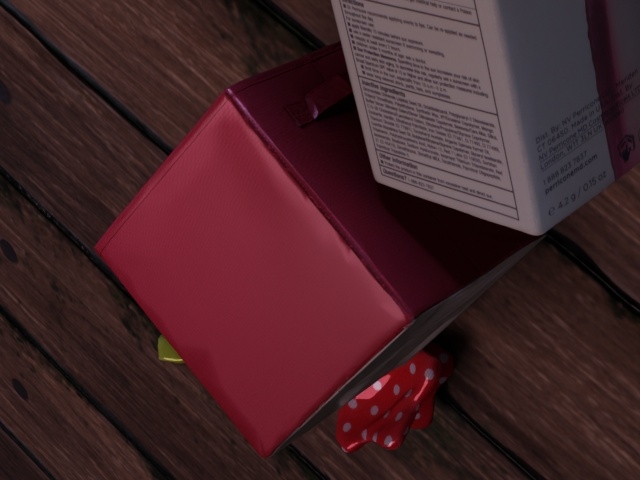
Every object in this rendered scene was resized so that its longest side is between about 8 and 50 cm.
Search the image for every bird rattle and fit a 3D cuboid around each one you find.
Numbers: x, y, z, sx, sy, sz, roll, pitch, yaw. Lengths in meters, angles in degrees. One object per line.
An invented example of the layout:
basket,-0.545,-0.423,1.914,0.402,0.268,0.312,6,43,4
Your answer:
bird rattle,-0.010,0.051,1.472,0.253,0.143,0.207,19,118,42

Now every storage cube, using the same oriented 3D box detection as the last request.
storage cube,0.000,0.000,1.294,0.193,0.183,0.215,50,130,9

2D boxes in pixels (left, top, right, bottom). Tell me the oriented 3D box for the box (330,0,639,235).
box,0.098,-0.143,1.110,0.148,0.127,0.232,22,136,45
